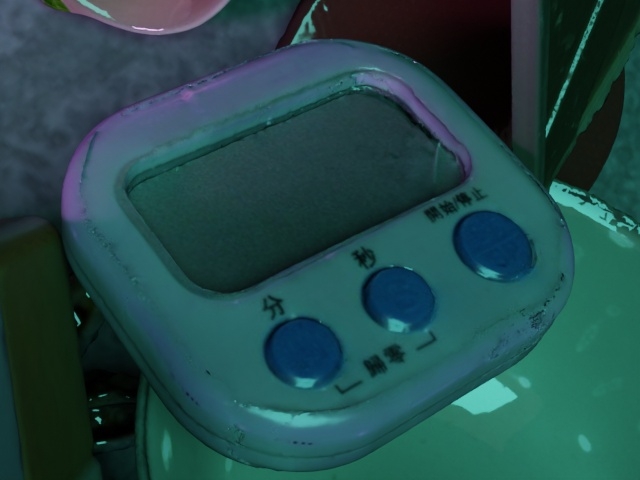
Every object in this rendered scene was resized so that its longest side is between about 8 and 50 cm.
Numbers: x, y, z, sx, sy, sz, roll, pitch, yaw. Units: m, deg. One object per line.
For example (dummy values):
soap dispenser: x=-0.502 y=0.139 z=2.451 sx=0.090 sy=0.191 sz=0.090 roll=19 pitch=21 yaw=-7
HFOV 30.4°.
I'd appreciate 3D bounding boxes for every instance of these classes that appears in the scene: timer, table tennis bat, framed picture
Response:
timer: x=0.000 y=0.000 z=0.534 sx=0.208 sy=0.069 sz=0.191 roll=-26 pitch=63 yaw=-28
table tennis bat: x=0.040 y=-0.064 z=0.667 sx=0.310 sy=0.038 sz=0.200 roll=-23 pitch=103 yaw=-13
framed picture: x=0.162 y=-0.167 z=0.591 sx=0.019 sy=0.209 sz=0.281 roll=22 pitch=59 yaw=23

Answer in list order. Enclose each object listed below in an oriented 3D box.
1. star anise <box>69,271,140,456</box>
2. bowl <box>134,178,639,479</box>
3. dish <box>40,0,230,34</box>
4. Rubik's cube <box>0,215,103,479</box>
star anise: x=-0.168 y=0.115 z=0.596 sx=0.230 sy=0.081 sz=0.263 roll=-9 pitch=97 yaw=-15
bowl: x=0.066 y=0.132 z=0.598 sx=0.337 sy=0.157 sz=0.337 roll=8 pitch=53 yaw=-11
dish: x=-0.109 y=-0.209 z=0.569 sx=0.213 sy=0.213 sz=0.090 roll=30 pitch=52 yaw=-16
Rubik's cube: x=-0.267 y=0.191 z=0.396 sx=0.346 sy=0.344 sz=0.347 roll=-6 pitch=95 yaw=3
